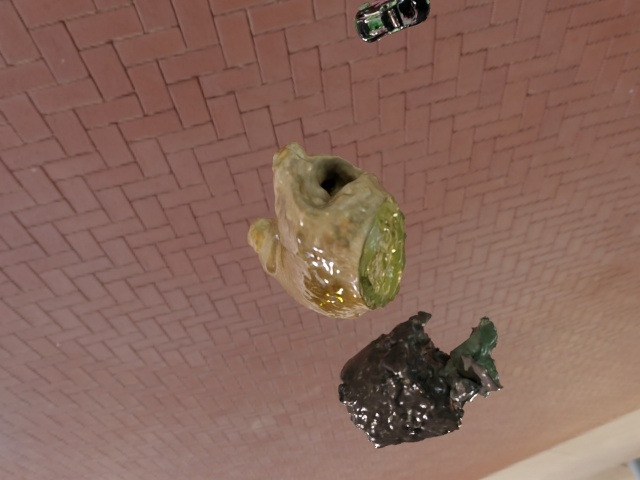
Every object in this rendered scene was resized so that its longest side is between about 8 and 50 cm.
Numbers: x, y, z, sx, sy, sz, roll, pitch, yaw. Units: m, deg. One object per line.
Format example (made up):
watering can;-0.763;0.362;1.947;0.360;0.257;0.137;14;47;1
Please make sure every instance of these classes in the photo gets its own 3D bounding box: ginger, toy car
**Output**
ginger;0.000;0.000;0.766;0.130;0.221;0.275;-48;138;-27
toy car;0.132;-0.414;1.173;0.142;0.055;0.069;-16;121;19

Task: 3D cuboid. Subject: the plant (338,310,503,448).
plant;0.128;0.168;0.781;0.203;0.142;0.131;-27;108;15
